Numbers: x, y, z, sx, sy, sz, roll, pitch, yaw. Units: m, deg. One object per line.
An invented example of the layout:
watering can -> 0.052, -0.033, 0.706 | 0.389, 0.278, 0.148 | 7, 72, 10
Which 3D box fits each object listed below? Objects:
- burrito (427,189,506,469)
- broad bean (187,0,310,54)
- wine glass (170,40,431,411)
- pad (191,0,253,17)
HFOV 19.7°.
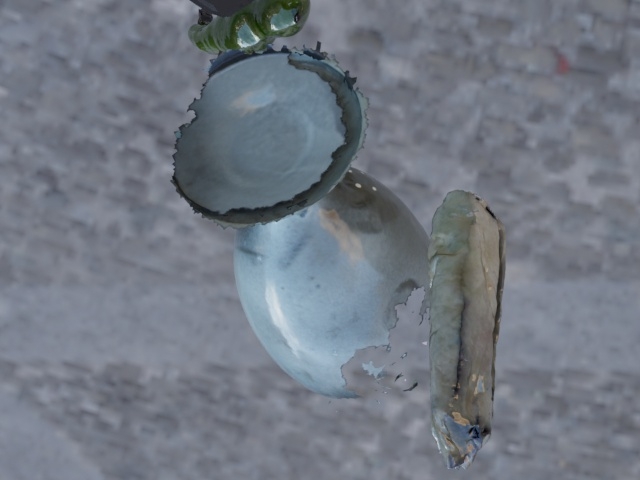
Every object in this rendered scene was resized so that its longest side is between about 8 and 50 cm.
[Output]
burrito -> 0.088, 0.057, 1.140 | 0.045, 0.188, 0.058 | -20, 141, 35
broad bean -> -0.086, -0.249, 2.037 | 0.056, 0.098, 0.318 | 18, -178, -25
wine glass -> -0.003, -0.004, 1.624 | 0.190, 0.190, 0.357 | 2, 148, 21
pad -> -0.142, -0.347, 1.649 | 0.315, 0.063, 0.375 | 37, 164, -14
